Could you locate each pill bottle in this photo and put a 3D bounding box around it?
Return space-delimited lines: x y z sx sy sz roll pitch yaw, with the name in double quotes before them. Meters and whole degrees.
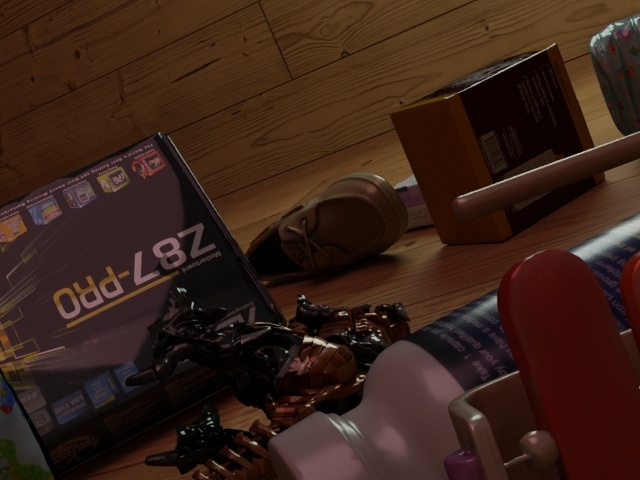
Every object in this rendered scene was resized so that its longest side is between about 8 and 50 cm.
"pill bottle" 0.117 0.097 0.510 0.264 0.153 0.153 -26 10 -14

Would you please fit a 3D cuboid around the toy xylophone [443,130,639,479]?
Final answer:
"toy xylophone" 0.182 0.052 0.405 0.322 0.236 0.081 -26 -2 -17

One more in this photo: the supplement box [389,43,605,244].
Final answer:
"supplement box" 0.230 -0.123 1.267 0.194 0.191 0.129 -28 11 -26

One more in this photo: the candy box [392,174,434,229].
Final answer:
"candy box" 0.221 -0.092 1.474 0.165 0.070 0.196 -12 15 48

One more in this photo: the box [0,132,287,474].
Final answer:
"box" -0.281 0.082 1.119 0.395 0.318 0.097 -26 -29 -14

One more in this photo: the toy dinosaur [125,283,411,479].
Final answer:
"toy dinosaur" -0.028 0.115 0.799 0.218 0.164 0.322 -2 -5 23

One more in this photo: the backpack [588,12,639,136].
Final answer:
"backpack" 0.422 -0.202 1.263 0.115 0.182 0.152 -22 11 12

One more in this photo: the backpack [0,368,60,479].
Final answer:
"backpack" -0.348 0.156 0.735 0.290 0.355 0.273 -44 1 35

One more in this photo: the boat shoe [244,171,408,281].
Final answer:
"boat shoe" 0.000 0.000 1.411 0.110 0.122 0.341 -36 5 -32
